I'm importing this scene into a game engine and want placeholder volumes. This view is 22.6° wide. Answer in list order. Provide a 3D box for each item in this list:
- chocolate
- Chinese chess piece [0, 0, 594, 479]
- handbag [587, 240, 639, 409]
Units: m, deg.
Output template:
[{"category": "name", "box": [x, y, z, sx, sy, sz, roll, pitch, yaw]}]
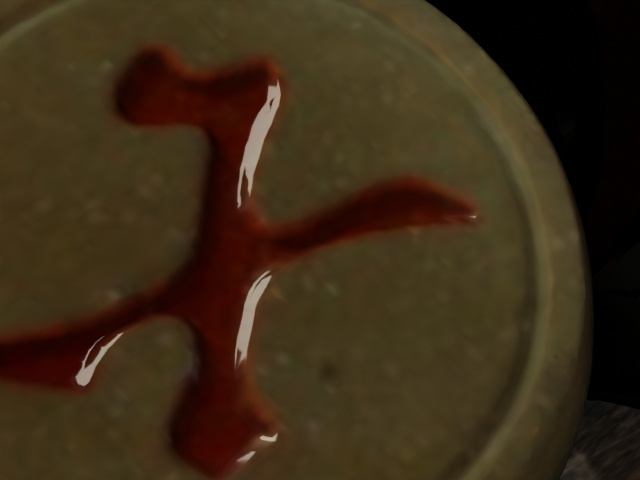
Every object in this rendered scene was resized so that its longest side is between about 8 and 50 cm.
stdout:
[{"category": "chocolate", "box": [0.148, -0.128, 1.112, 0.331, 0.384, 0.383, -16, -8, -31]}, {"category": "Chinese chess piece", "box": [-0.051, 0.028, 0.695, 0.338, 0.338, 0.140, -42, -10, -23]}, {"category": "handbag", "box": [0.230, -0.009, 0.688, 0.223, 0.080, 0.247, -40, 15, -18]}]
